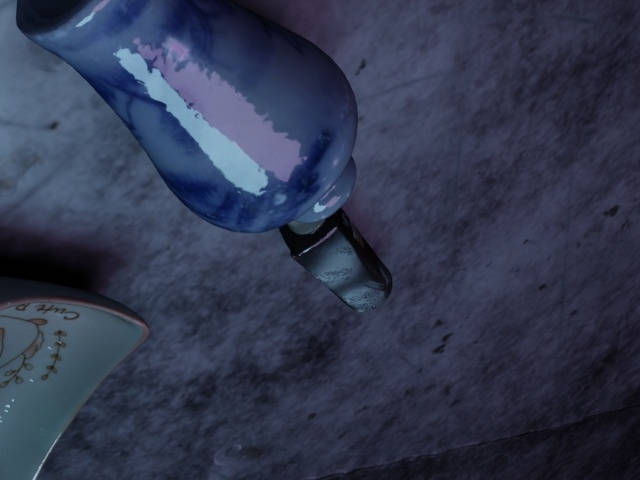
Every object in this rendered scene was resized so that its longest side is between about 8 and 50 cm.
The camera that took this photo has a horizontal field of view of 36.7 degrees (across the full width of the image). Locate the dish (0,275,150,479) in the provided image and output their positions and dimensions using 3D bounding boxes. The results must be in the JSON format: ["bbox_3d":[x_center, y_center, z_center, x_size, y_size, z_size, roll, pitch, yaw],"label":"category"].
[{"bbox_3d":[-0.247,0.107,0.724,0.151,0.077,0.212,16,118,-52],"label":"dish"}]

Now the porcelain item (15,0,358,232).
[{"bbox_3d":[-0.069,-0.096,0.624,0.141,0.141,0.259,-44,136,6],"label":"porcelain item"}]

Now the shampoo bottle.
[{"bbox_3d":[0.001,0.001,0.852,0.063,0.057,0.207,-34,144,6],"label":"shampoo bottle"}]
